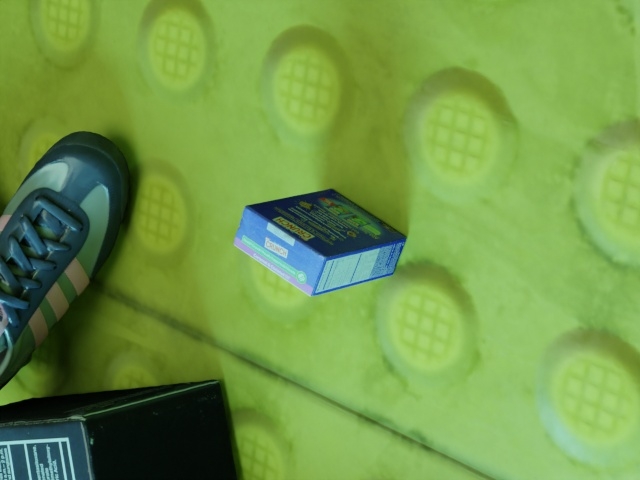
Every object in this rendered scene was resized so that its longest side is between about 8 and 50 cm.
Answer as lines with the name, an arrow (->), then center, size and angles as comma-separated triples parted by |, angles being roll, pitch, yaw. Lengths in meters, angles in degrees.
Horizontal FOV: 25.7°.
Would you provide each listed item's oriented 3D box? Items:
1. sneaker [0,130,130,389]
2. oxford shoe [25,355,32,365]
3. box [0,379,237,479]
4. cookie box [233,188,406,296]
sneaker -> -0.287, 0.044, 1.340 | 0.112, 0.131, 0.319 | 31, 107, -5
oxford shoe -> -0.383, -0.018, 1.483 | 0.130, 0.123, 0.348 | -14, 93, 20
box -> -0.227, 0.298, 1.342 | 0.294, 0.183, 0.296 | -10, 90, 40
cookie box -> 0.000, 0.000, 1.138 | 0.092, 0.107, 0.040 | 34, 118, 32
